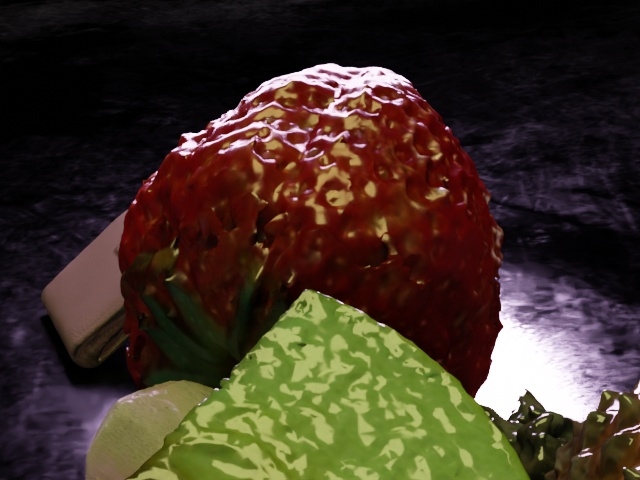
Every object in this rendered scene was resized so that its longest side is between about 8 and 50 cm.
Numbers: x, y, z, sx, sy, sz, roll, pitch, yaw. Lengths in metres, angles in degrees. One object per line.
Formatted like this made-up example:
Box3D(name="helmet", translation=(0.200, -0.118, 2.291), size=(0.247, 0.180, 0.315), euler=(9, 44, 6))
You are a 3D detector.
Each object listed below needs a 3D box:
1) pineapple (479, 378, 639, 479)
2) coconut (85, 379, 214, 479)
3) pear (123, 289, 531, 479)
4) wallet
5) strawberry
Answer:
Box3D(name="pineapple", translation=(0.154, 0.129, 0.938), size=(0.175, 0.175, 0.361), euler=(-14, 15, -23))
Box3D(name="coconut", translation=(-0.080, 0.135, 1.083), size=(0.110, 0.110, 0.124), euler=(-15, 23, -26))
Box3D(name="pear", translation=(0.001, 0.191, 0.833), size=(0.239, 0.139, 0.288), euler=(27, 49, 22))
Box3D(name="wallet", translation=(-0.151, 0.032, 1.435), size=(0.118, 0.039, 0.152), euler=(-43, 22, 1))
Box3D(name="strawberry", translation=(0.000, 0.000, 1.210), size=(0.250, 0.238, 0.288), euler=(11, 45, 15))
